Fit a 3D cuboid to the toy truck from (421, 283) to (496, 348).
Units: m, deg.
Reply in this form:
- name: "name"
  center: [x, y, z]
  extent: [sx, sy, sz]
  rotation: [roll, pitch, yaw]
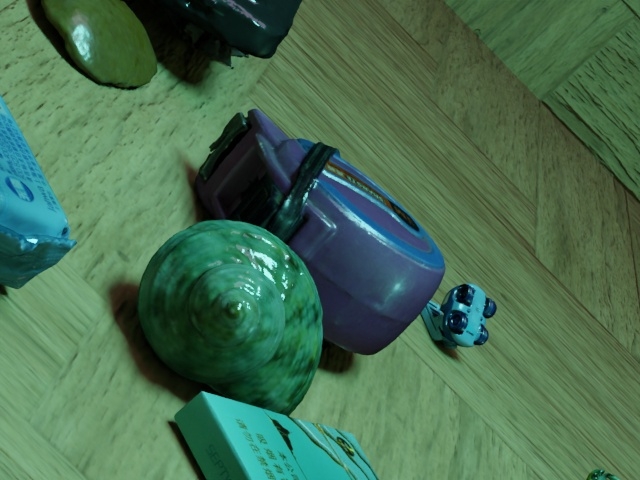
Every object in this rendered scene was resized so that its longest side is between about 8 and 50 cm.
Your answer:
- name: "toy truck"
  center: [0.150, 0.086, 2.161]
  extent: [0.056, 0.090, 0.073]
  rotation: [34, 66, -39]

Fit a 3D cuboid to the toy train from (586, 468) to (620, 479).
- name: "toy train"
  center: [0.202, 0.339, 1.532]
  extent: [0.253, 0.160, 0.397]
  rotation: [65, 18, 9]

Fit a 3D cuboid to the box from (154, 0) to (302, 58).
- name: "box"
  center: [-0.177, -0.352, 2.177]
  extent: [0.350, 0.091, 0.359]
  rotation: [31, 21, -7]

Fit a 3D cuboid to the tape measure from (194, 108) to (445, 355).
- name: "tape measure"
  center: [0.000, 0.000, 1.862]
  extent: [0.231, 0.149, 0.245]
  rotation: [36, 13, -24]

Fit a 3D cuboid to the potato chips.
- name: "potato chips"
  center: [-0.226, -0.225, 1.964]
  extent: [0.150, 0.049, 0.202]
  rotation: [56, 12, 9]

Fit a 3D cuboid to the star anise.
- name: "star anise"
  center: [-0.140, -0.250, 2.206]
  extent: [0.124, 0.056, 0.129]
  rotation: [50, 17, 5]

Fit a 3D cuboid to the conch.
- name: "conch"
  center: [-0.069, 0.067, 1.580]
  extent: [0.188, 0.122, 0.176]
  rotation: [-1, 75, -63]

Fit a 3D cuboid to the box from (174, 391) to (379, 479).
- name: "box"
  center: [-0.008, 0.211, 1.531]
  extent: [0.229, 0.041, 0.162]
  rotation: [24, 29, -54]

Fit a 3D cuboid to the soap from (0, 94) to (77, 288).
- name: "soap"
  center: [-0.297, -0.083, 1.428]
  extent: [0.156, 0.077, 0.293]
  rotation: [24, 28, -51]
